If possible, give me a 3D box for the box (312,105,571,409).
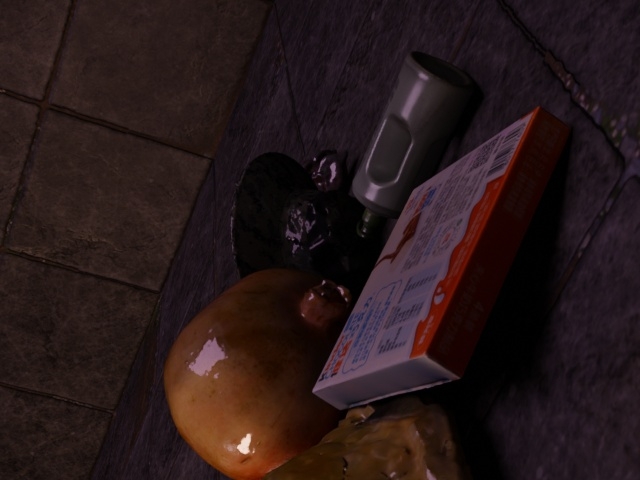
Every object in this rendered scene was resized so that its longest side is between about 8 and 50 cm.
[{"bbox_3d":[0.111,0.027,0.986,0.273,0.048,0.265,-62,12,-23],"label":"box"}]

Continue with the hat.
[{"bbox_3d":[0.000,0.000,1.363,0.128,0.265,0.265,-11,56,31],"label":"hat"}]

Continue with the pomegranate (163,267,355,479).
[{"bbox_3d":[-0.046,0.144,1.174,0.252,0.229,0.270,-30,-16,-45],"label":"pomegranate"}]

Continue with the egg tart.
[{"bbox_3d":[-0.004,0.343,0.937,0.443,0.178,0.443,-162,90,-74],"label":"egg tart"}]

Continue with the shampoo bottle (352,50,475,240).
[{"bbox_3d":[0.100,-0.103,1.224,0.118,0.087,0.234,-104,34,-63],"label":"shampoo bottle"}]

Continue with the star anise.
[{"bbox_3d":[-0.021,-0.047,1.612,0.197,0.073,0.212,-28,45,66],"label":"star anise"}]
